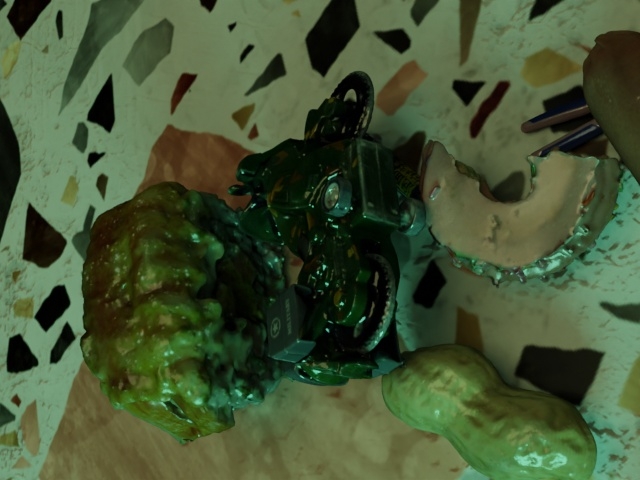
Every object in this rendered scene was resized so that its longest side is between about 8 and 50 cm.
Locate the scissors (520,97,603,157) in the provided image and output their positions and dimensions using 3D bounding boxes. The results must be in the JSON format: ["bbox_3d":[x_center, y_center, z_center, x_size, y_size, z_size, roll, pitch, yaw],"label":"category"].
[{"bbox_3d":[0.214,-0.098,0.726,0.113,0.012,0.039,-25,68,33],"label":"scissors"}]

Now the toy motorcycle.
[{"bbox_3d":[0.000,0.000,0.772,0.187,0.124,0.275,-43,41,44],"label":"toy motorcycle"}]

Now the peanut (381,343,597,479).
[{"bbox_3d":[0.128,0.134,0.710,0.187,0.082,0.082,29,99,38],"label":"peanut"}]

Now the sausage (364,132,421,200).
[{"bbox_3d":[0.060,-0.067,0.832,0.198,0.028,0.025,44,133,35],"label":"sausage"}]

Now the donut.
[{"bbox_3d":[0.155,-0.019,0.719,0.166,0.065,0.117,8,89,35],"label":"donut"}]

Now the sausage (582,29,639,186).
[{"bbox_3d":[0.299,0.025,0.589,0.088,0.088,0.433,-39,60,27],"label":"sausage"}]

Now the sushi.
[{"bbox_3d":[-0.125,0.052,0.863,0.139,0.184,0.274,-20,65,29],"label":"sushi"}]
